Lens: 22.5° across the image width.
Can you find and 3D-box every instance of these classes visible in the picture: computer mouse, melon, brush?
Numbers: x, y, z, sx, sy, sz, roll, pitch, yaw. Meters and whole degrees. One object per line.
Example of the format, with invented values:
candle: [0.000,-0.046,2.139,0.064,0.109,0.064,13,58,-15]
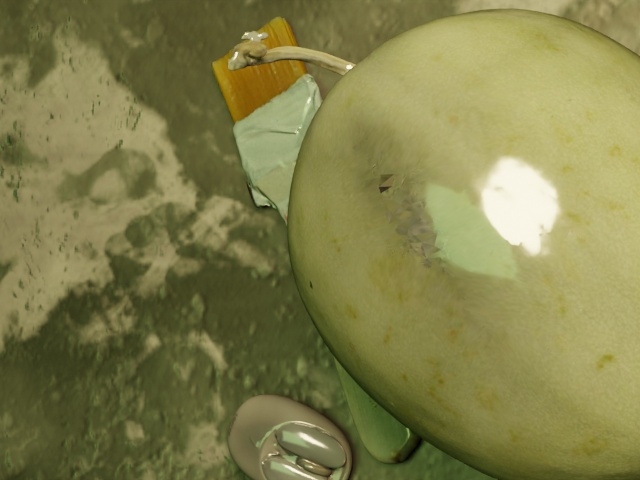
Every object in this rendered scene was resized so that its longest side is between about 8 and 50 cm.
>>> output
computer mouse: [-0.025,0.146,1.129,0.096,0.039,0.066,27,98,30]
melon: [0.116,0.004,0.940,0.272,0.272,0.308,-29,66,25]
brush: [0.000,0.000,1.144,0.085,0.020,0.336,-30,70,25]
